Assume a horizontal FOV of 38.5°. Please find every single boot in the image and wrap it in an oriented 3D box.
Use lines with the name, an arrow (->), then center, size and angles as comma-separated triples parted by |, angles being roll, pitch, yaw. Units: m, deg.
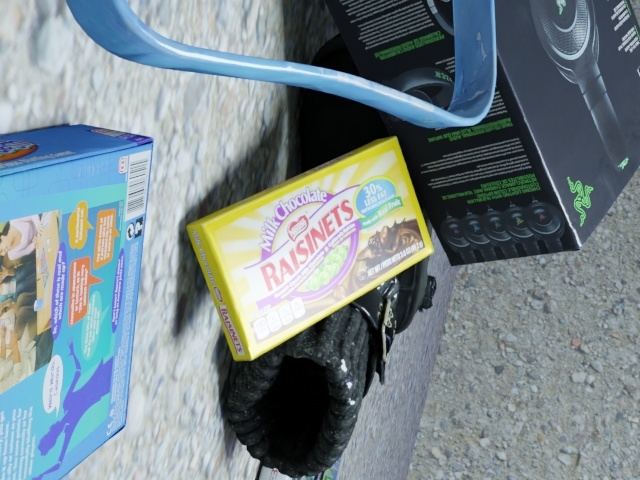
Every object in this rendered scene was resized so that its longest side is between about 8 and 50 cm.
boot -> 0.124, 0.056, 1.374 | 0.121, 0.099, 0.045 | 86, 18, -47
boot -> 0.012, 0.013, 0.817 | 0.260, 0.131, 0.348 | -48, 138, -49

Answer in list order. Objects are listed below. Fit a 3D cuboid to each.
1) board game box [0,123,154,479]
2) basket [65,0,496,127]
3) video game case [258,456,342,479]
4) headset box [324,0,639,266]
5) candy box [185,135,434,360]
board game box -> -0.141, 0.041, 0.379 | 0.210, 0.047, 0.160 | -36, 136, -71
basket -> 0.004, -0.202, 0.388 | 0.254, 0.201, 0.289 | 0, 93, -53
video game case -> 0.001, 0.206, 1.132 | 0.329, 0.036, 0.300 | 66, 37, -69
headset box -> 0.170, -0.146, 0.792 | 0.246, 0.131, 0.283 | -42, 112, -41
candy box -> 0.000, 0.000, 0.698 | 0.205, 0.027, 0.105 | -28, 102, -38
